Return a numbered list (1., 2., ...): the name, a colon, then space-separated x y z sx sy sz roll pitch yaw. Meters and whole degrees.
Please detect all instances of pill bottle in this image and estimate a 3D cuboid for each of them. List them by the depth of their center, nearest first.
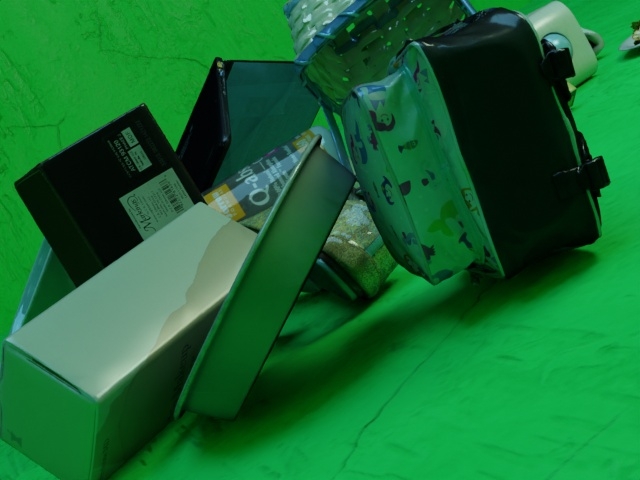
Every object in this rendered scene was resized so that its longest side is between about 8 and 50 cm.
1. pill bottle: -0.075 -0.023 1.712 0.278 0.162 0.162 -31 8 -5

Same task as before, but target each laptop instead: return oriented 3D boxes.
1. laptop: -0.125 -0.069 1.987 0.408 0.236 0.382 -101 32 -56

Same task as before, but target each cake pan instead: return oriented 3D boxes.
1. cake pan: -0.046 0.043 1.162 0.293 0.054 0.293 -63 -1 -2

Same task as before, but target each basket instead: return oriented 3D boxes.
1. basket: 0.095 -0.246 1.630 0.254 0.201 0.289 -36 49 21

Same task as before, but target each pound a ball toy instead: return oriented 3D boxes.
1. pound a ball toy: 0.225 -0.250 1.829 0.319 0.208 0.135 -33 8 -18

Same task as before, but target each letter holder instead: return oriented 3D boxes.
1. letter holder: -0.229 0.011 1.573 0.152 0.302 0.214 -34 9 -23

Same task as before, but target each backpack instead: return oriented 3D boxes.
1. backpack: 0.126 -0.076 1.108 0.191 0.225 0.253 -21 5 2

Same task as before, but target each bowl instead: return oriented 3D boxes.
1. bowl: -0.331 0.075 1.795 0.311 0.163 0.312 -159 90 -77

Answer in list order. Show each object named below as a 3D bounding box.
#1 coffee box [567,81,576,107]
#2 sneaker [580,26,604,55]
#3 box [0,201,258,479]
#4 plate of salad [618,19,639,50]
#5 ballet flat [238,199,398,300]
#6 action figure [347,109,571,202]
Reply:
1. coffee box: 0.247 -0.222 1.725 0.113 0.184 0.040 -34 -28 -22
2. sneaker: 0.347 -0.278 1.989 0.232 0.090 0.115 -34 12 -12
3. box: -0.181 0.103 1.303 0.311 0.121 0.148 -41 -27 -45
4. plate of salad: 0.522 -0.336 1.840 0.199 0.048 0.200 -31 8 5
5. ballet flat: 0.000 0.000 1.447 0.123 0.123 0.348 -34 14 -17
6. action figure: 0.168 -0.093 1.501 0.285 0.099 0.185 -25 -1 10
